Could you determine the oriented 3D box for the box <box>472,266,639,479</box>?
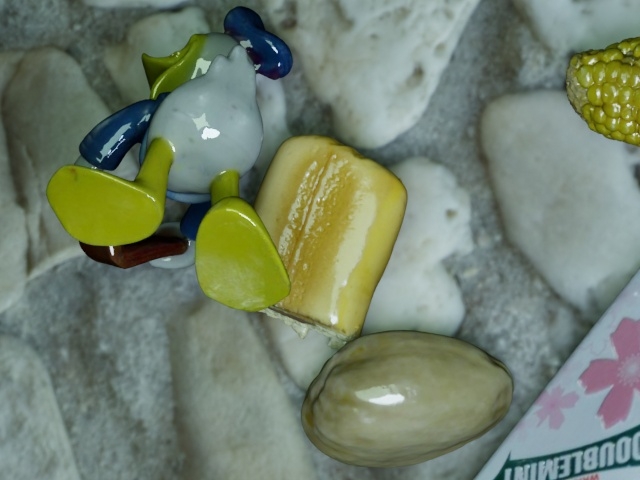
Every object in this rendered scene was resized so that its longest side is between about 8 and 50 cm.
[{"bbox_3d":[0.267,0.159,1.401,0.369,0.112,0.190,-50,38,0],"label":"box"}]

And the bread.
[{"bbox_3d":[0.001,0.001,1.531,0.134,0.085,0.173,22,87,19],"label":"bread"}]

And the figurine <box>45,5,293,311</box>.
[{"bbox_3d":[-0.106,-0.074,1.517,0.205,0.283,0.338,31,48,-9],"label":"figurine"}]

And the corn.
[{"bbox_3d":[0.366,-0.112,1.459,0.322,0.119,0.119,7,82,18],"label":"corn"}]

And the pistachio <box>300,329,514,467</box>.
[{"bbox_3d":[0.074,0.135,1.484,0.186,0.108,0.126,-12,105,3],"label":"pistachio"}]
